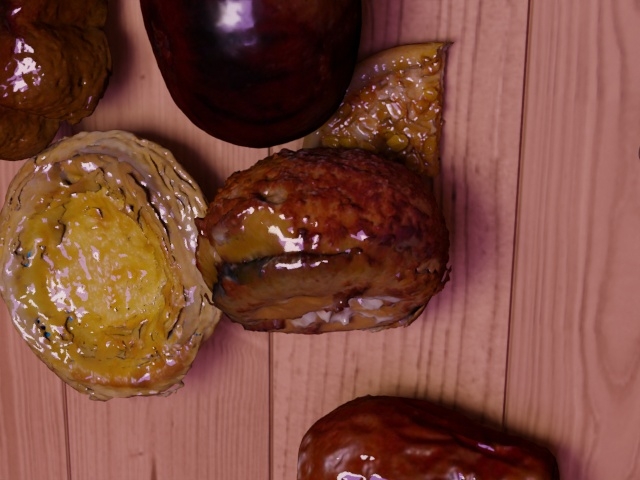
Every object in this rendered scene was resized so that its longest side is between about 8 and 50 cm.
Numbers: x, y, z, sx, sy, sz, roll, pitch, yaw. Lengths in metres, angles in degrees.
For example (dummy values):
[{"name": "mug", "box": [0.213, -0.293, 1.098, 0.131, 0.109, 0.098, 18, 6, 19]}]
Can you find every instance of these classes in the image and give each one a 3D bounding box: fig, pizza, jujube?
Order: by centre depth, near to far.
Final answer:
[{"name": "fig", "box": [-0.053, -0.199, 1.219, 0.214, 0.235, 0.235, 5, 116, -21]}, {"name": "pizza", "box": [0.063, -0.108, 1.299, 0.178, 0.041, 0.131, -21, 102, 26]}, {"name": "jujube", "box": [0.101, 0.246, 1.342, 0.255, 0.190, 0.190, 0, 109, 14]}]

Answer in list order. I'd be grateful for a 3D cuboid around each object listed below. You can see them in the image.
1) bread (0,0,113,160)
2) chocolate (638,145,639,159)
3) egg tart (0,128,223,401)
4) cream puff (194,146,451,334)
[{"name": "bread", "box": [-0.321, -0.191, 1.356, 0.232, 0.135, 0.247, -47, 73, 22]}, {"name": "chocolate", "box": [0.380, -0.144, 1.141, 0.156, 0.080, 0.254, 24, 117, 1]}, {"name": "egg tart", "box": [-0.200, 0.024, 1.418, 0.290, 0.107, 0.291, 7, 108, 23]}, {"name": "cream puff", "box": [0.000, 0.000, 1.274, 0.240, 0.240, 0.164, -12, 77, 25]}]
